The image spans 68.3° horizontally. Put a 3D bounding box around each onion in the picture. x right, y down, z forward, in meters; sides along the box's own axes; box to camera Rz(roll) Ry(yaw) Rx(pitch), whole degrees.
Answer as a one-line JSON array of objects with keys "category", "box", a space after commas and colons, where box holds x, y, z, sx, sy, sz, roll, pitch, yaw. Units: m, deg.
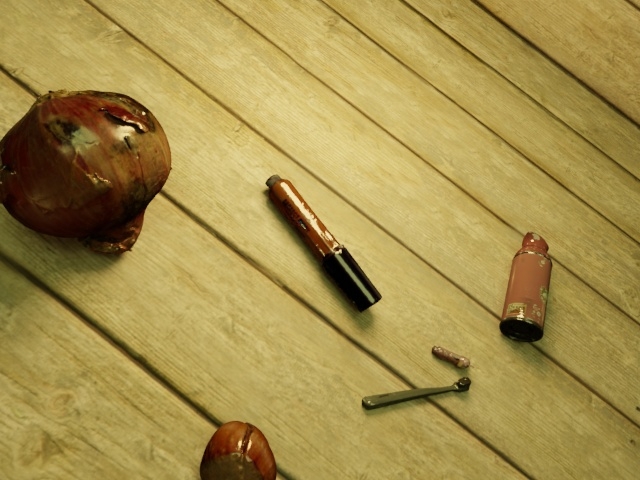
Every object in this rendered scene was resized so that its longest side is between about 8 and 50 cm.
[{"category": "onion", "box": [-0.466, -0.152, 0.928, 0.353, 0.353, 0.354, 9, 60, -17]}]

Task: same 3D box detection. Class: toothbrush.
[{"category": "toothbrush", "box": [0.233, 0.361, 1.117, 0.297, 0.030, 0.030, -3, 39, -22]}]

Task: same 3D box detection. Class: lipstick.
[{"category": "lipstick", "box": [0.000, 0.000, 1.189, 0.077, 0.077, 0.418, -32, 77, -32]}]

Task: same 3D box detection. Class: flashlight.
[{"category": "flashlight", "box": [0.331, 0.297, 1.189, 0.110, 0.052, 0.031, 23, 93, -1]}]

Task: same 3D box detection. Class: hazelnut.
[{"category": "hazelnut", "box": [-0.148, 0.418, 0.881, 0.154, 0.143, 0.143, 50, 57, -1]}]

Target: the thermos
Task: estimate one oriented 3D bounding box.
[{"category": "thermos", "box": [0.604, 0.126, 1.342, 0.136, 0.109, 0.330, 30, 56, -4]}]
